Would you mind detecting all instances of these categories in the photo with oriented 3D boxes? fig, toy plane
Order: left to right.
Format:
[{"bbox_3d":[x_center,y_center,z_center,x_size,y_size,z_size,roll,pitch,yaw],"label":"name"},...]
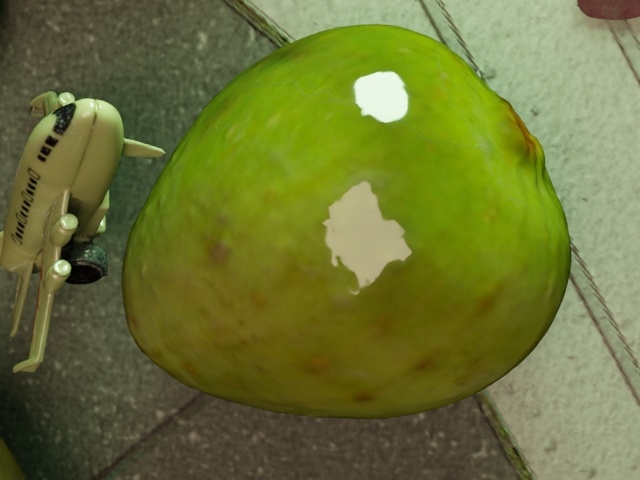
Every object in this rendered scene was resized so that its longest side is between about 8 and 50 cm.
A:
[{"bbox_3d":[-0.185,-0.029,1.039,0.092,0.229,0.244,12,148,-27],"label":"toy plane"},{"bbox_3d":[0.000,0.000,0.984,0.326,0.258,0.258,-21,97,29],"label":"fig"}]

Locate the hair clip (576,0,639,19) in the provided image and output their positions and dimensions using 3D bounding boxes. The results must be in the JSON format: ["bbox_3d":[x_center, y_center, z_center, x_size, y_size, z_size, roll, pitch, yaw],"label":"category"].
[{"bbox_3d":[0.206,-0.221,1.009,0.054,0.022,0.137,5,103,14],"label":"hair clip"}]

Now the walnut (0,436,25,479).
[{"bbox_3d":[-0.364,0.216,1.093,0.332,0.333,0.333,2,102,12],"label":"walnut"}]
